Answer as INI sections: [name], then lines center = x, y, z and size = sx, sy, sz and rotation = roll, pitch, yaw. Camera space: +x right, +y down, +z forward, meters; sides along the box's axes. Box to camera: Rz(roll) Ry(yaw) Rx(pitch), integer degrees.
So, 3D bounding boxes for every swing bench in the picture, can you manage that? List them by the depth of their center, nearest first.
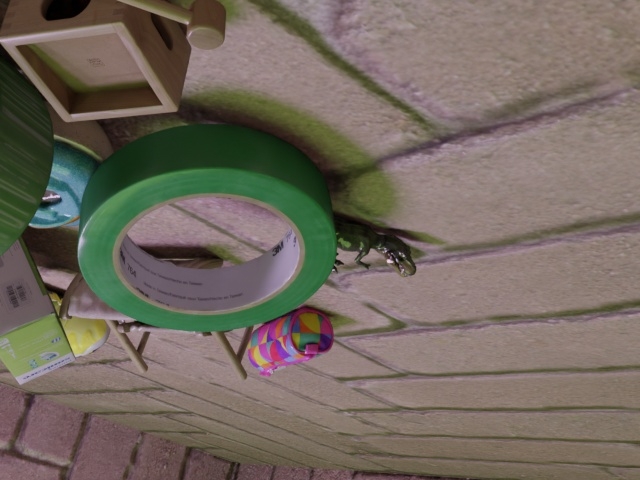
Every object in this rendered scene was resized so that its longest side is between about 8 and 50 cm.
[swing bench]
center = -0.270, 0.120, 1.589
size = 0.253, 0.165, 0.255
rotation = 1, 150, 31

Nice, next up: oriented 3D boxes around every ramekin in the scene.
[ramekin]
center = -0.442, -0.097, 0.976
size = 0.303, 0.304, 0.148
rotation = 4, 164, 22

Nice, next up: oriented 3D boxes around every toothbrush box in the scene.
[toothbrush box]
center = -0.553, 0.115, 1.628
size = 0.122, 0.206, 0.283
rotation = -24, 161, -18

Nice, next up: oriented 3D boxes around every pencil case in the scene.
[pencil case]
center = -0.062, 0.198, 1.737
size = 0.104, 0.104, 0.236
rotation = 21, 157, -17

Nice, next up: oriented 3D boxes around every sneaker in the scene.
[sneaker]
center = -0.639, 0.153, 1.907
size = 0.384, 0.145, 0.147
rotation = 16, 159, -10

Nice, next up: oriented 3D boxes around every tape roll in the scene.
[tape roll]
center = -0.141, -0.005, 1.134
size = 0.321, 0.077, 0.321
rotation = -5, 141, -4

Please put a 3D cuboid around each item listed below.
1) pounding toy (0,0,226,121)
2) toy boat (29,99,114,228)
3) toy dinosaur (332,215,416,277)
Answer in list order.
[pounding toy]
center = -0.178, -0.207, 0.825
size = 0.206, 0.094, 0.181
rotation = -3, 150, 15
[toy boat]
center = -0.422, -0.092, 1.163
size = 0.318, 0.148, 0.267
rotation = 15, 159, -5
[toy dinosaur]
center = 0.000, 0.000, 1.262
size = 0.268, 0.064, 0.118
rotation = 19, 142, -10
